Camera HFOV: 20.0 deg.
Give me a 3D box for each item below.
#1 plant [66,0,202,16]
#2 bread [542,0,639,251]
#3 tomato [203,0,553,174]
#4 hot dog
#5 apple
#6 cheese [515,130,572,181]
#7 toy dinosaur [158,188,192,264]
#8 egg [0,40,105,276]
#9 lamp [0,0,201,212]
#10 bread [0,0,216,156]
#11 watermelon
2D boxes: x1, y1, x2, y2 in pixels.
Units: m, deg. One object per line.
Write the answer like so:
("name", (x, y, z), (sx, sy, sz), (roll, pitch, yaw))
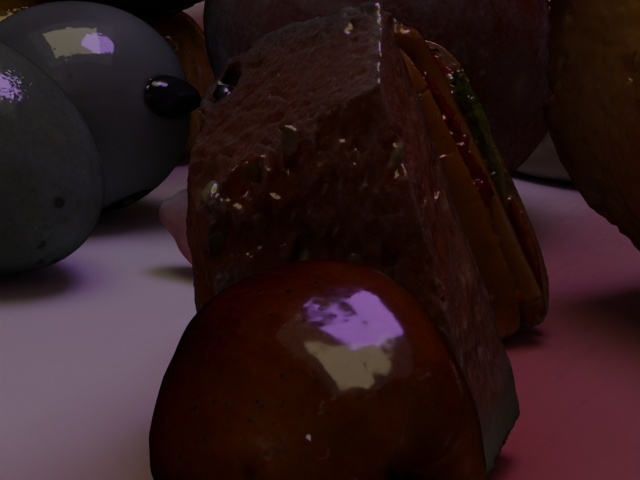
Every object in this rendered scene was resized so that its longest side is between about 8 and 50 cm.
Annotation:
("plant", (-0.188, -0.319, 1.734), (0.199, 0.188, 0.276), (6, 13, -10))
("bread", (0.348, -0.125, 1.284), (0.398, 0.398, 0.215), (-4, 28, -23))
("tomato", (0.056, -0.170, 1.525), (0.282, 0.317, 0.316), (-39, 23, -5))
("hot dog", (0.093, -0.044, 1.246), (0.092, 0.236, 0.062), (-23, -2, -44))
("apple", (0.000, 0.088, 0.846), (0.156, 0.147, 0.158), (-35, 19, -24))
("cheese", (0.250, -0.157, 1.847), (0.351, 0.129, 0.328), (12, 18, 34))
("toy dinosaur", (-0.007, -0.023, 1.327), (0.194, 0.177, 0.152), (32, 11, -2))
("egg", (-0.266, -0.067, 1.327), (0.236, 0.169, 0.169), (36, 23, 9))
("lamp", (-0.212, -0.105, 1.530), (0.198, 0.198, 0.244), (-1, -7, -14))
("bread", (-0.269, -0.183, 1.831), (0.337, 0.148, 0.328), (3, 15, -1))
("watermelon", (0.000, 0.000, 0.993), (0.193, 0.257, 0.140), (-1, 13, 18))
